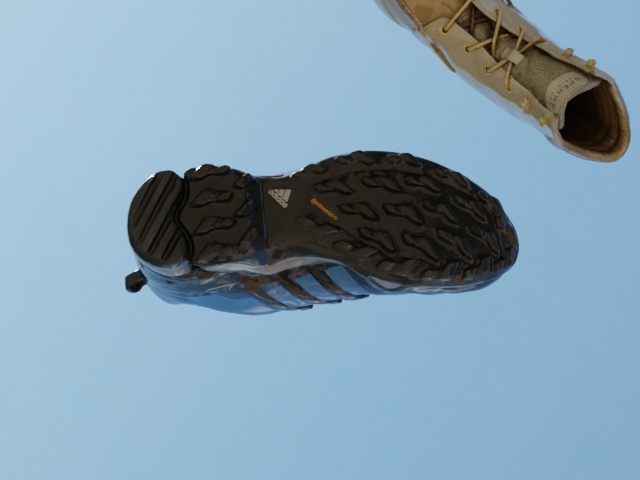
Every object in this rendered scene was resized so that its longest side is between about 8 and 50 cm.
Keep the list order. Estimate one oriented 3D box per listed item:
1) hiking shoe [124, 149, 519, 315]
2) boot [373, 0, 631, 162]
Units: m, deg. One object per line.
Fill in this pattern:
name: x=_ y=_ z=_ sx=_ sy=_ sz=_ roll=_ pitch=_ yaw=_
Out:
hiking shoe: x=0.000 y=0.000 z=1.446 sx=0.304 sy=0.132 sz=0.113 roll=4 pitch=-113 yaw=-4
boot: x=0.136 y=-0.146 z=1.383 sx=0.077 sy=0.213 sz=0.165 roll=-49 pitch=-137 yaw=3
